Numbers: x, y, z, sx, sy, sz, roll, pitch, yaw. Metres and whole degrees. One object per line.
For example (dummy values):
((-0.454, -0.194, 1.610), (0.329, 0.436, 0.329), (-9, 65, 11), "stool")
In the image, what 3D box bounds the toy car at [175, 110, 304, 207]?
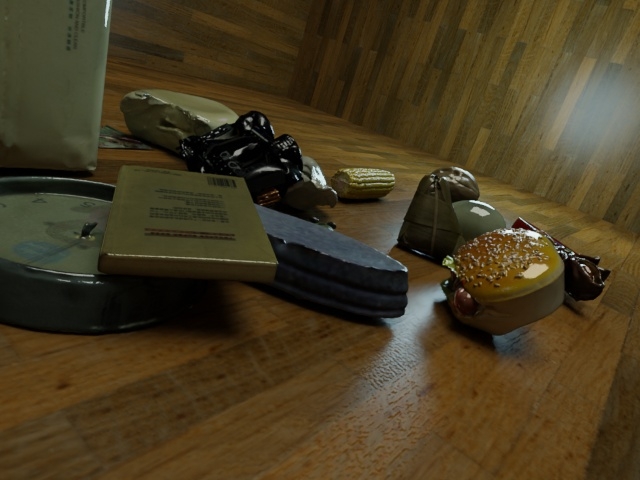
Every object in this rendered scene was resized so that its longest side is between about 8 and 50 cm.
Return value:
((-0.153, -0.143, 0.885), (0.193, 0.118, 0.301), (-20, 38, -18), "toy car")

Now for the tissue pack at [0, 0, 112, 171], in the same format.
((-0.474, -0.302, 0.656), (0.207, 0.380, 0.297), (24, 21, 29), "tissue pack")

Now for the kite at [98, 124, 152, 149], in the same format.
((-0.487, -0.230, 1.007), (0.250, 0.012, 0.229), (12, 19, -14), "kite")

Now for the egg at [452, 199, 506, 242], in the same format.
((0.336, -0.033, 1.046), (0.152, 0.114, 0.114), (18, 17, 25), "egg")

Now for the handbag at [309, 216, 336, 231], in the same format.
((0.000, 0.000, 0.754), (0.072, 0.047, 0.111), (16, 17, -4), "handbag")

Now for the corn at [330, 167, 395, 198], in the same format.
((0.115, -0.147, 1.212), (0.081, 0.081, 0.248), (30, 22, 30), "corn")

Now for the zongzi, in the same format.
((0.253, -0.034, 0.908), (0.176, 0.160, 0.078), (24, 15, 20), "zongzi")

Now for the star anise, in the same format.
((0.468, 0.058, 0.959), (0.214, 0.099, 0.220), (12, 20, 26), "star anise")

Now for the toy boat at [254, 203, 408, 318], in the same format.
((-0.015, 0.027, 0.624), (0.283, 0.078, 0.127), (20, 16, 9), "toy boat")

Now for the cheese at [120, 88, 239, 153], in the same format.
((-0.314, -0.267, 1.088), (0.266, 0.127, 0.233), (20, 19, 9), "cheese")

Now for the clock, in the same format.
((-0.258, 0.000, 0.512), (0.280, 0.055, 0.280), (16, 19, -6), "clock")

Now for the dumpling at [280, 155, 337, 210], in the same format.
((-0.028, -0.106, 0.954), (0.127, 0.108, 0.188), (38, -8, -31), "dumpling")

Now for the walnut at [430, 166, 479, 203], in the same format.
((0.394, -0.153, 1.406), (0.162, 0.140, 0.140), (9, 14, 24), "walnut")

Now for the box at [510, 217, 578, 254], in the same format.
((0.572, 0.015, 1.168), (0.175, 0.048, 0.112), (29, 18, -9), "box")

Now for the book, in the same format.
((-0.145, -0.027, 0.519), (0.161, 0.026, 0.231), (5, 26, -20), "book")

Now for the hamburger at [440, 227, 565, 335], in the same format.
((0.265, 0.053, 0.694), (0.116, 0.173, 0.210), (56, 21, -5), "hamburger")
